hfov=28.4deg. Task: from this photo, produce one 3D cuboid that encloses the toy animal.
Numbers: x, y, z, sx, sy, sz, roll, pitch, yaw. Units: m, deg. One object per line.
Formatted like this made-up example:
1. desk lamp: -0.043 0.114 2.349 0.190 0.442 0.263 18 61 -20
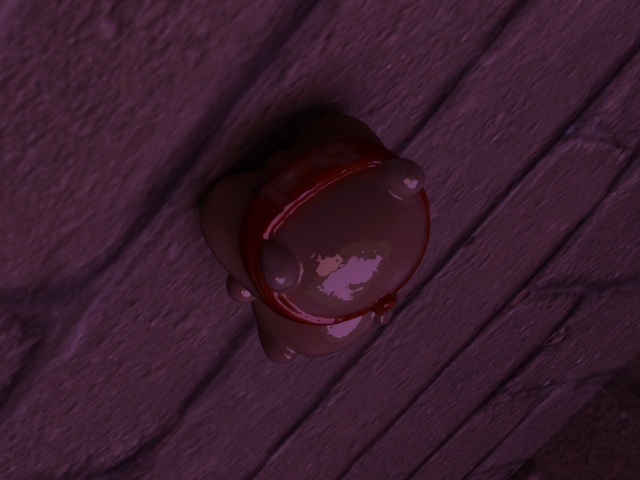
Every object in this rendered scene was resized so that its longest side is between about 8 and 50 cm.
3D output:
1. toy animal: 0.000 0.000 0.964 0.171 0.171 0.197 -32 163 -14
